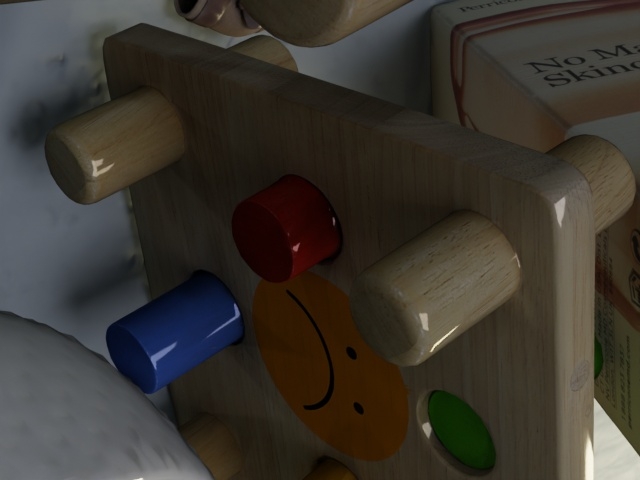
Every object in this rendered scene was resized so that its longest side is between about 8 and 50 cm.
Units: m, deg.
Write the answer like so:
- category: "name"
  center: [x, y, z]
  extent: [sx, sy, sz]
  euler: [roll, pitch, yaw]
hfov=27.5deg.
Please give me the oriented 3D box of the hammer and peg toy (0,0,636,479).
- category: "hammer and peg toy"
  center: [0.000, 0.000, 0.545]
  extent: [0.127, 0.266, 0.361]
  euler: [-31, 128, -34]

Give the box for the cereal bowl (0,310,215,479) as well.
- category: "cereal bowl"
  center: [-0.203, 0.136, 0.438]
  extent: [0.339, 0.141, 0.339]
  euler: [-36, 161, -14]

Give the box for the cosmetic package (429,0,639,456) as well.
- category: "cosmetic package"
  center: [0.168, -0.030, 0.647]
  extent: [0.153, 0.296, 0.129]
  euler: [-12, 117, -10]

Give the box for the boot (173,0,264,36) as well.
- category: "boot"
  center: [-0.027, -0.154, 0.613]
  extent: [0.087, 0.042, 0.119]
  euler: [-9, 112, -40]
